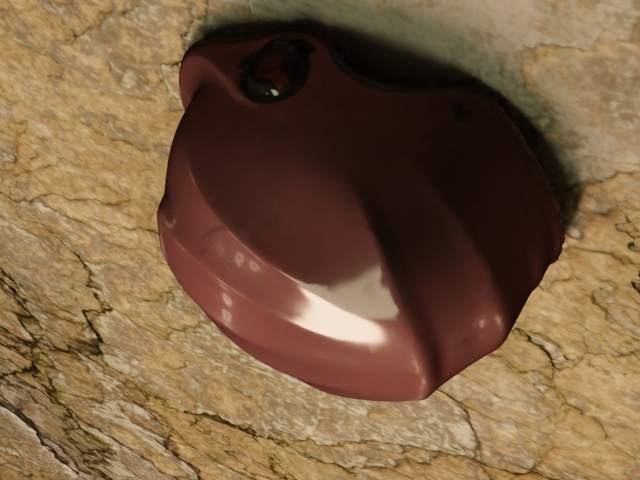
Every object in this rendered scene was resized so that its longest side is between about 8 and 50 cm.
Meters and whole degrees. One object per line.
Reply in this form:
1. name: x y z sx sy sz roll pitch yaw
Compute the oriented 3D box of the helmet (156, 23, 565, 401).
1. helmet: 0.000 0.000 1.132 0.338 0.197 0.271 18 150 20
